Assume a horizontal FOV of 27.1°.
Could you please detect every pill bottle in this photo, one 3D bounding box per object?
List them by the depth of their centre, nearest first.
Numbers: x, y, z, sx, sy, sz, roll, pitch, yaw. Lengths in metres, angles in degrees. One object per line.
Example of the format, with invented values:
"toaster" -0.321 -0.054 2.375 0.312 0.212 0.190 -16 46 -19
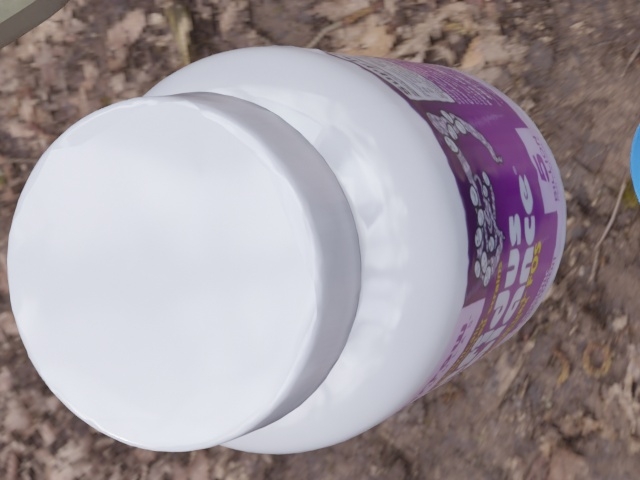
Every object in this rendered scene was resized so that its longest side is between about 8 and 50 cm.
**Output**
"pill bottle" 0.000 0.000 0.592 0.169 0.301 0.169 2 96 22

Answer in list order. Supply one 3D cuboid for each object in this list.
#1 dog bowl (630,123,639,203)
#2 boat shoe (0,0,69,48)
"dog bowl" 0.275 -0.068 0.638 0.166 0.074 0.297 39 147 1
"boat shoe" -0.269 -0.096 0.640 0.111 0.307 0.104 16 138 46
